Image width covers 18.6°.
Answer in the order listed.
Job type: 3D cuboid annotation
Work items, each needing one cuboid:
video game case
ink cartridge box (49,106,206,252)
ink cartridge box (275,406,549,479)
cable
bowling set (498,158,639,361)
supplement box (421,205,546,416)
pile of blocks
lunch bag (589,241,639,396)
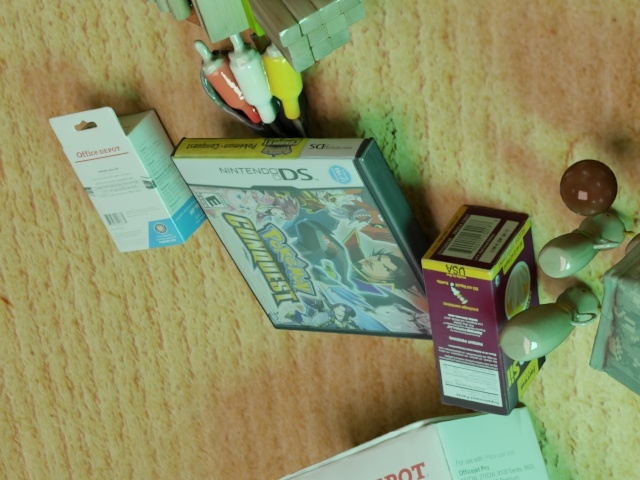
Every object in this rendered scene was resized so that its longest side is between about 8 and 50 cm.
[{"bbox_3d":[0.000,0.000,2.070,0.248,0.035,0.275,2,136,35],"label":"video game case"},{"bbox_3d":[-0.213,-0.080,2.177,0.104,0.060,0.180,-7,119,39],"label":"ink cartridge box"},{"bbox_3d":[0.134,0.408,2.128,0.285,0.166,0.394,-27,74,44],"label":"ink cartridge box"},{"bbox_3d":[-0.041,-0.102,2.032,0.139,0.072,0.287,-8,118,35],"label":"cable"},{"bbox_3d":[0.306,0.010,1.862,0.287,0.154,0.199,2,106,35],"label":"bowling set"},{"bbox_3d":[0.169,0.073,2.006,0.081,0.104,0.188,10,129,28],"label":"supplement box"},{"bbox_3d":[-0.097,-0.264,1.920,0.362,0.149,0.112,26,154,27],"label":"pile of blocks"},{"bbox_3d":[0.412,0.046,1.660,0.235,0.287,0.169,36,149,26],"label":"lunch bag"}]
